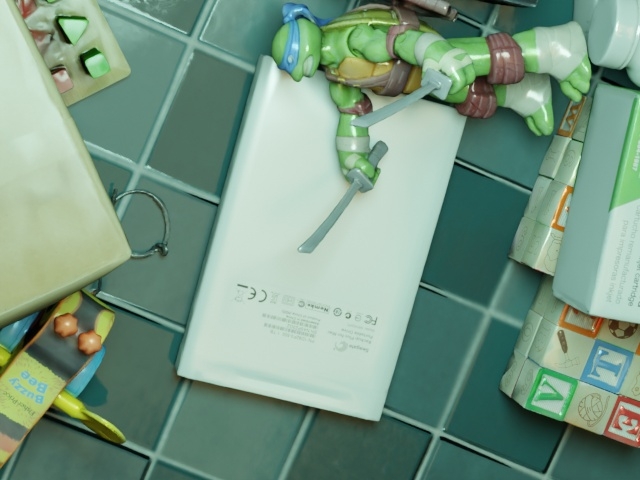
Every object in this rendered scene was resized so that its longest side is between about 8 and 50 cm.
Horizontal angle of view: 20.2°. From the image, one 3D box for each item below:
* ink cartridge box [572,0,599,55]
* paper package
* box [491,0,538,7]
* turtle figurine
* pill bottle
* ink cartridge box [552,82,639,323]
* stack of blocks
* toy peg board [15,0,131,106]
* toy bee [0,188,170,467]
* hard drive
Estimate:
[{"bbox_3d":[0.315,-0.266,1.685,0.139,0.082,0.191,1,101,-11],"label":"ink cartridge box"},{"bbox_3d":[-0.362,-0.050,1.446,0.324,0.168,0.310,-26,98,-11],"label":"paper package"},{"bbox_3d":[0.133,-0.358,1.603,0.165,0.143,0.270,11,97,-12],"label":"box"},{"bbox_3d":[0.096,-0.106,1.570,0.266,0.275,0.198,-3,128,-16],"label":"turtle figurine"},{"bbox_3d":[0.332,-0.177,1.614,0.169,0.094,0.094,10,97,-13],"label":"pill bottle"},{"bbox_3d":[0.374,-0.016,1.627,0.278,0.117,0.201,10,97,-13],"label":"ink cartridge box"},{"bbox_3d":[0.274,0.028,1.722,0.171,0.087,0.297,20,95,-13],"label":"stack of blocks"},{"bbox_3d":[-0.271,-0.182,1.586,0.160,0.079,0.161,-27,103,-6],"label":"toy peg board"},{"bbox_3d":[-0.249,0.092,1.593,0.195,0.162,0.298,15,96,-11],"label":"toy bee"},{"bbox_3d":[0.000,0.000,1.688,0.203,0.040,0.308,14,96,-13],"label":"hard drive"}]
